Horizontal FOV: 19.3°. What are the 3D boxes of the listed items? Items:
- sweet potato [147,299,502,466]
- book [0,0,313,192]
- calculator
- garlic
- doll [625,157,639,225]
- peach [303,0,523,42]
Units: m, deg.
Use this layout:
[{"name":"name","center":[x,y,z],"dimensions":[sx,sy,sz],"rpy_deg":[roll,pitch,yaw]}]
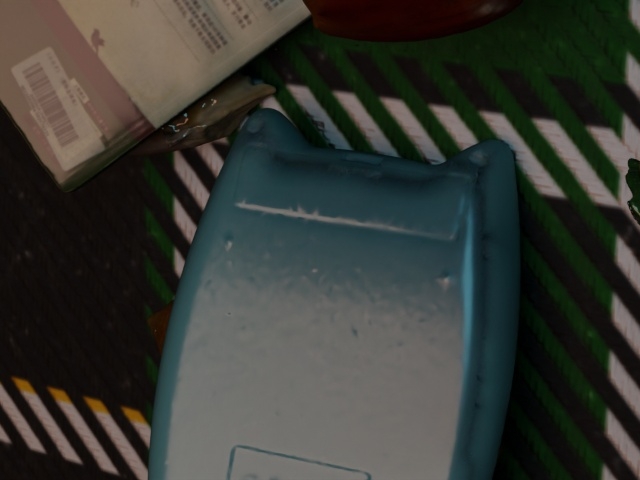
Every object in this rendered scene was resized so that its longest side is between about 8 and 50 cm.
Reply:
[{"name":"sweet potato","center":[0.006,0.105,1.389],"dimensions":[0.291,0.097,0.097],"rpy_deg":[21,113,21]},{"name":"book","center":[-0.129,-0.193,1.363],"dimensions":[0.289,0.026,0.201],"rpy_deg":[-34,90,11]},{"name":"calculator","center":[0.003,0.105,1.313],"dimensions":[0.256,0.054,0.386],"rpy_deg":[9,88,20]},{"name":"garlic","center":[-0.171,-0.175,1.447],"dimensions":[0.267,0.148,0.128],"rpy_deg":[60,163,1]},{"name":"doll","center":[0.252,-0.041,1.209],"dimensions":[0.113,0.077,0.078],"rpy_deg":[-34,108,8]},{"name":"peach","center":[0.010,-0.284,1.172],"dimensions":[0.338,0.281,0.281],"rpy_deg":[32,119,16]}]
